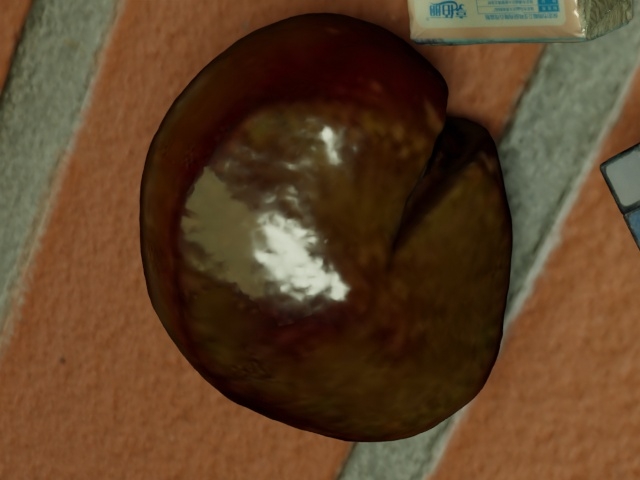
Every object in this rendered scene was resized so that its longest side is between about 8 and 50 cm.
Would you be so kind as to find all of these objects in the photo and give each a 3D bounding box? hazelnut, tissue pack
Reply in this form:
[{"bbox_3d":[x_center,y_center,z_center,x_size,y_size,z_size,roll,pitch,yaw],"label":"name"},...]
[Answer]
[{"bbox_3d":[0.000,0.000,0.870,0.178,0.178,0.204,-14,123,38],"label":"hazelnut"},{"bbox_3d":[0.089,-0.126,0.833,0.094,0.059,0.074,5,106,36],"label":"tissue pack"}]

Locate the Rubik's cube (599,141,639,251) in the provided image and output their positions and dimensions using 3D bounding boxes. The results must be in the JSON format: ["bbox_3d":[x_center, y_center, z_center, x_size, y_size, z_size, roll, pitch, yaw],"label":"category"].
[{"bbox_3d":[0.189,-0.017,0.764,0.092,0.092,0.092,-30,82,38],"label":"Rubik's cube"}]
